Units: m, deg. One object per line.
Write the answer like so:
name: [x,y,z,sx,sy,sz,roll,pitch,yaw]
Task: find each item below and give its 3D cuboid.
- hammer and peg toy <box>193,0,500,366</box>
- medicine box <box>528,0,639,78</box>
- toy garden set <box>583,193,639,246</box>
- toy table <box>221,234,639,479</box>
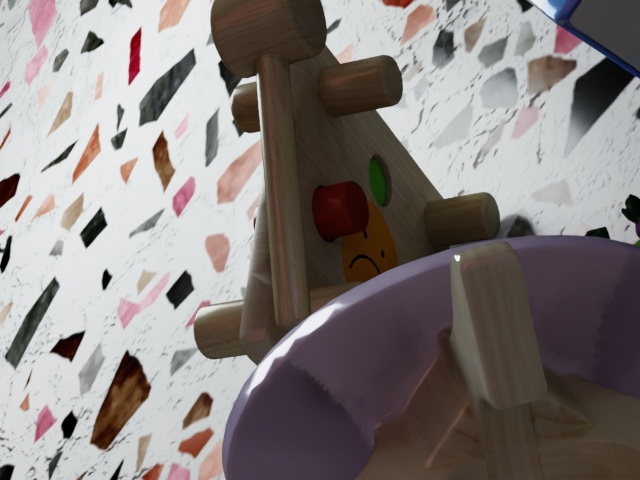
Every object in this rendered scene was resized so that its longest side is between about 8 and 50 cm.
hammer and peg toy: [0.000,0.000,1.161,0.127,0.361,0.266,-10,56,26]
medicine box: [0.238,-0.278,1.217,0.263,0.149,0.289,-56,29,14]
toy garden set: [0.173,0.025,1.028,0.204,0.244,0.049,-43,78,24]
toy table: [0.093,0.103,0.810,0.274,0.252,0.161,-26,16,-1]
